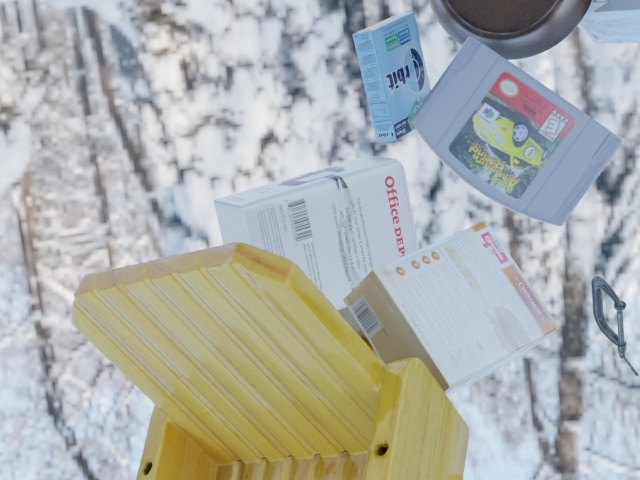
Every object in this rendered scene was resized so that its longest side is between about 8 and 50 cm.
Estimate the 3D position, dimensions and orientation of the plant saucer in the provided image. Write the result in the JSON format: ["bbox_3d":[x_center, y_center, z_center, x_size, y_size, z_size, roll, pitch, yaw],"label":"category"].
[{"bbox_3d":[0.316,-0.464,2.293,0.310,0.311,0.050,-1,-173,25],"label":"plant saucer"}]

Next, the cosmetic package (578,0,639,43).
[{"bbox_3d":[0.608,-0.463,2.208,0.097,0.284,0.377,35,171,-24],"label":"cosmetic package"}]

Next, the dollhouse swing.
[{"bbox_3d":[-0.090,0.219,1.292,0.346,0.315,0.305,-11,147,39],"label":"dollhouse swing"}]

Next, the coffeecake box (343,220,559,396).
[{"bbox_3d":[0.139,0.077,1.407,0.185,0.142,0.068,-21,163,-41],"label":"coffeecake box"}]

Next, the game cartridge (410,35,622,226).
[{"bbox_3d":[0.299,-0.162,2.121,0.294,0.196,0.060,35,-171,7],"label":"game cartridge"}]

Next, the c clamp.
[{"bbox_3d":[0.521,0.142,2.375,0.022,0.161,0.137,-23,-144,-10],"label":"c clamp"}]

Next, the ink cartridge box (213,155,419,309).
[{"bbox_3d":[0.000,0.000,1.768,0.237,0.172,0.100,-17,-166,-24],"label":"ink cartridge box"}]

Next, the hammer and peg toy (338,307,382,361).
[{"bbox_3d":[-0.067,0.140,2.032,0.361,0.266,0.127,8,-145,-6],"label":"hammer and peg toy"}]

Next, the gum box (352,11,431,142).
[{"bbox_3d":[0.126,-0.273,2.238,0.041,0.184,0.157,-4,-163,32],"label":"gum box"}]
